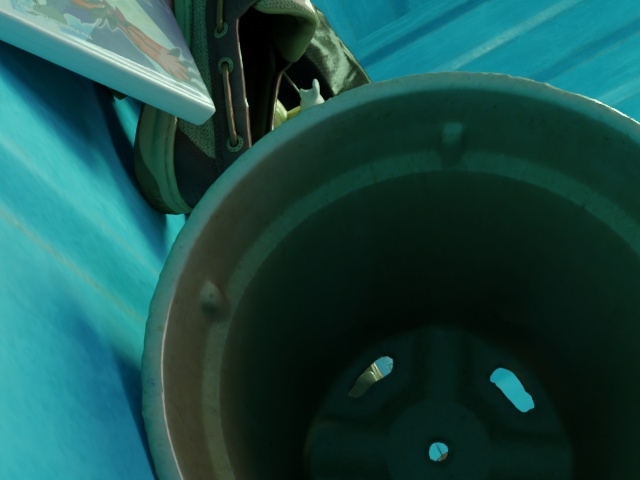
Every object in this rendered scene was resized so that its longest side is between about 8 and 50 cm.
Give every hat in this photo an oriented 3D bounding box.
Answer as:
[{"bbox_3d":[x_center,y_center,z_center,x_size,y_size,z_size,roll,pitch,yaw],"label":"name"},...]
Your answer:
[{"bbox_3d":[-0.067,-0.155,1.156,0.331,0.134,0.332,21,58,-37],"label":"hat"}]

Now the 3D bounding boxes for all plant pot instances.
[{"bbox_3d":[0.085,0.115,0.604,0.305,0.333,0.334,78,-13,-65],"label":"plant pot"}]

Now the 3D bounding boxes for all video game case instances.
[{"bbox_3d":[-0.173,-0.180,0.629,0.201,0.023,0.183,19,38,-52],"label":"video game case"}]

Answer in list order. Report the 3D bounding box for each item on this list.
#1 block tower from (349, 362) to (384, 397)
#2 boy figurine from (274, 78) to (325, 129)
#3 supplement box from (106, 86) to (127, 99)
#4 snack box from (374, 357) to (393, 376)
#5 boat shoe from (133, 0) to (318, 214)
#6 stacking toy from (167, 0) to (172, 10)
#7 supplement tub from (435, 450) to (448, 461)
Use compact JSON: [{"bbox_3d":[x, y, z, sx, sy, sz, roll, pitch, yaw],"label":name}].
[{"bbox_3d":[0.079,0.271,0.779,0.336,0.097,0.091,62,4,19],"label":"block tower"},{"bbox_3d":[-0.054,-0.106,0.945,0.285,0.177,0.092,42,38,-29],"label":"boy figurine"},{"bbox_3d":[-0.197,-0.241,0.827,0.233,0.078,0.080,65,7,34],"label":"supplement box"},{"bbox_3d":[0.105,0.213,1.553,0.175,0.070,0.207,61,3,-11],"label":"snack box"},{"bbox_3d":[-0.056,-0.183,0.762,0.123,0.123,0.342,47,49,-60],"label":"boat shoe"},{"bbox_3d":[-0.112,-0.382,1.188,0.175,0.301,0.166,57,7,-38],"label":"stacking toy"},{"bbox_3d":[0.291,0.496,1.731,0.106,0.106,0.198,58,5,-40],"label":"supplement tub"}]
